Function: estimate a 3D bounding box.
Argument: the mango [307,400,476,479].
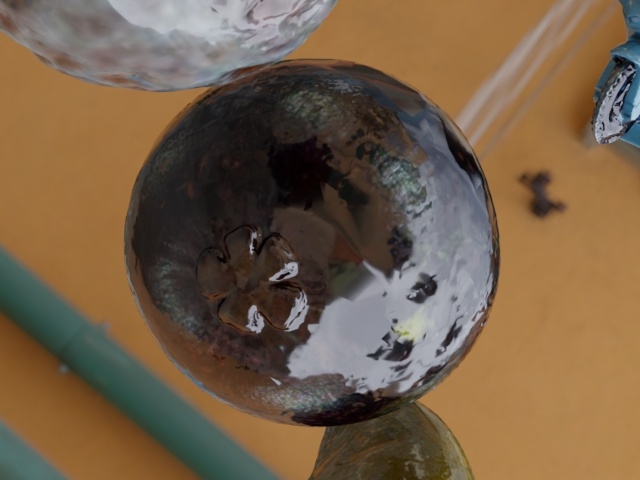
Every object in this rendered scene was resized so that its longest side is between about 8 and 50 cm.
[{"bbox_3d":[0.048,0.259,1.456,0.329,0.176,0.176,-65,163,-45],"label":"mango"}]

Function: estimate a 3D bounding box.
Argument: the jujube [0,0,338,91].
[{"bbox_3d":[-0.081,-0.196,0.962,0.246,0.215,0.308,-27,-152,14],"label":"jujube"}]

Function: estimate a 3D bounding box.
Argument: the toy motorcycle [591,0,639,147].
[{"bbox_3d":[0.310,-0.162,1.559,0.272,0.123,0.182,-1,117,-60],"label":"toy motorcycle"}]

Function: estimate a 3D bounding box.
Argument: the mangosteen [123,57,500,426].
[{"bbox_3d":[0.000,0.000,1.344,0.288,0.288,0.288,-49,167,-15],"label":"mangosteen"}]
